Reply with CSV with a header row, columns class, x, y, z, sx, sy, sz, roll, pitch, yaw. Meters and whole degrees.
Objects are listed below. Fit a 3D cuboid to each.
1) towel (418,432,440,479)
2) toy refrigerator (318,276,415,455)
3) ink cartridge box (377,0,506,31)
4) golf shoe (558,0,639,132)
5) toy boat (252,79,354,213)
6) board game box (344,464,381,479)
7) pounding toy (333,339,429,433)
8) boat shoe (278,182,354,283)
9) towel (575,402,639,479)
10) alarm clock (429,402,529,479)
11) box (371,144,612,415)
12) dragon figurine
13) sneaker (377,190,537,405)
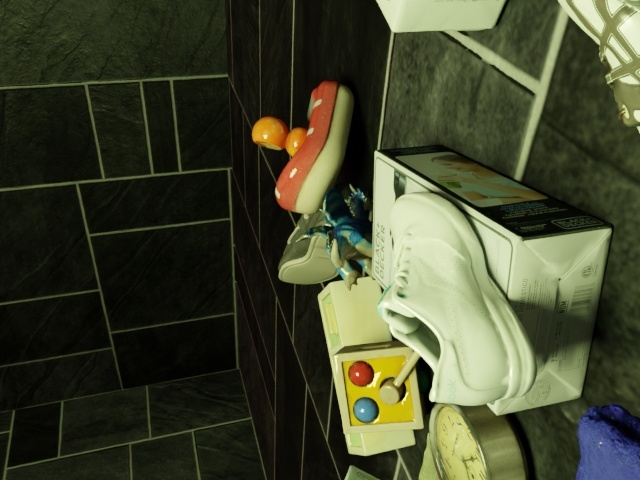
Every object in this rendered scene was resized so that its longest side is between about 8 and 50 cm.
class,x,y,z,sx,sy,sz,roll,pitch,yaw
towel,0.166,0.330,0.790,0.110,0.027,0.148,-117,25,-50
toy refrigerator,0.066,0.204,0.969,0.102,0.094,0.270,126,135,-69
ink cartridge box,0.111,-0.346,0.496,0.273,0.114,0.197,102,155,-54
golf shoe,0.198,-0.112,0.362,0.198,0.077,0.094,-113,21,-48
toy boat,-0.037,-0.157,0.955,0.151,0.151,0.231,108,174,-57
board game box,0.083,0.358,0.499,0.303,0.224,0.098,-44,-23,-72
pounding toy,0.095,0.191,0.814,0.100,0.141,0.130,-1,-97,-77
boat shoe,0.000,0.000,1.122,0.335,0.112,0.096,131,148,-63
towel,0.253,0.282,0.369,0.227,0.076,0.308,-147,49,-66
alarm clock,0.178,0.246,0.632,0.192,0.064,0.129,-113,21,-51
box,0.144,0.017,0.600,0.290,0.087,0.169,-127,33,-62
dragon figurine,0.025,-0.013,0.820,0.144,0.289,0.085,42,112,17
sneaker,0.084,0.036,0.482,0.212,0.094,0.080,-112,20,-44
